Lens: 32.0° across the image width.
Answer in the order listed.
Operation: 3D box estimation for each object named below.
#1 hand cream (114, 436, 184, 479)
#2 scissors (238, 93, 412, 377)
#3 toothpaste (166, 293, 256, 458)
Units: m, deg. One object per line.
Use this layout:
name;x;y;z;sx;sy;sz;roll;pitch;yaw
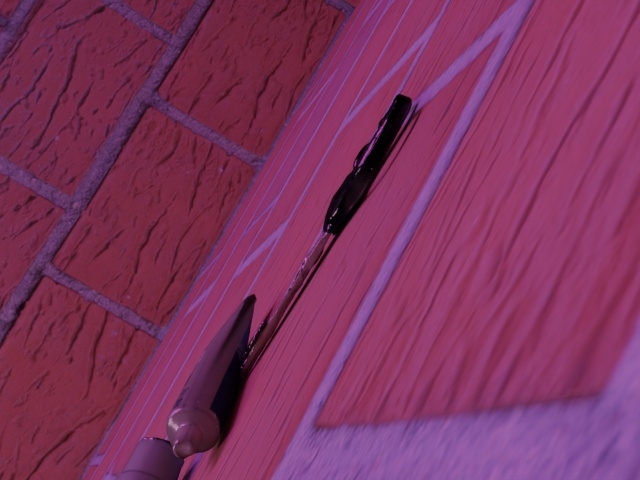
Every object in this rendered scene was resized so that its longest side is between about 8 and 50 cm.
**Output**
hand cream;-0.197;0.309;0.942;0.085;0.058;0.331;-50;11;44
scissors;0.000;0.000;1.010;0.300;0.022;0.109;-58;3;12
toothpaste;-0.099;0.131;1.050;0.268;0.047;0.069;-72;-26;-70
